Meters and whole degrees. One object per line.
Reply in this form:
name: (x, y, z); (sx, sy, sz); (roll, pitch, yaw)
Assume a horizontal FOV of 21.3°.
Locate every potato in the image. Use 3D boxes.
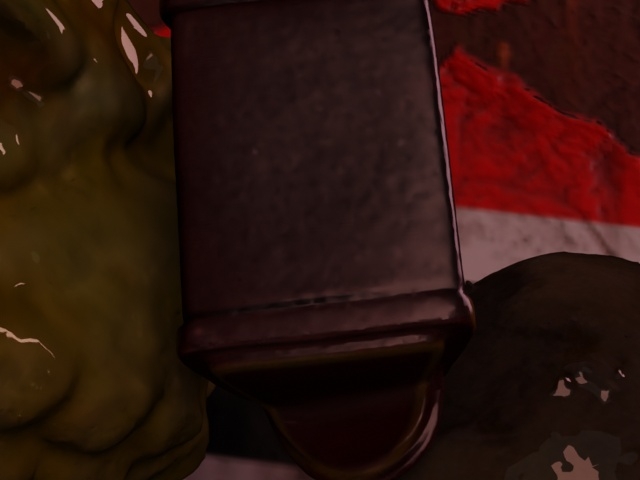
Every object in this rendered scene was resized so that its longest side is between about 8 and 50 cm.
potato: (0.064, 0.119, 0.536); (0.165, 0.165, 0.262); (37, 64, 10)

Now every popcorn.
popcorn: (-0.147, -0.016, 0.515); (0.286, 0.173, 0.225); (44, 35, -26)

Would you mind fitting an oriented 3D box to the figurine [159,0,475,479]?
figurine: (0.001, 0.001, 0.515); (0.082, 0.098, 0.154); (-6, 71, 2)
